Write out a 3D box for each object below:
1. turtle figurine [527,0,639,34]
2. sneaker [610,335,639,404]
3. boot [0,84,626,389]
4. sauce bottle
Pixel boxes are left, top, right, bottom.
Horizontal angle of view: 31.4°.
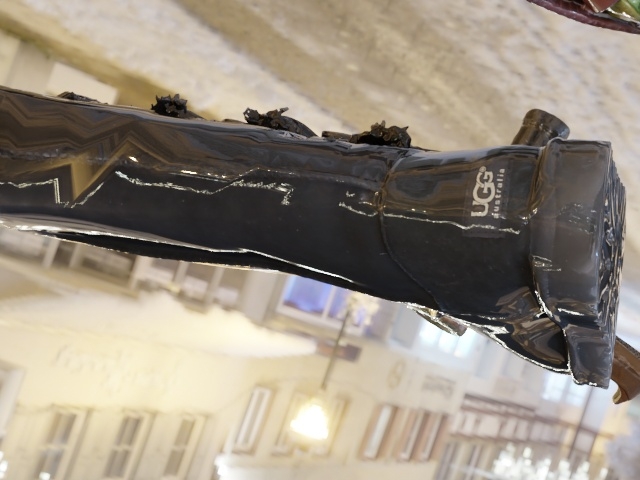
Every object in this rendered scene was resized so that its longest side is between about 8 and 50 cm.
[{"bbox_3d":[0.315,-0.233,0.903,0.266,0.275,0.198,55,169,-7],"label":"turtle figurine"},{"bbox_3d":[0.332,0.133,1.433,0.188,0.071,0.066,40,-165,1],"label":"sneaker"},{"bbox_3d":[-0.001,-0.001,0.876,0.445,0.146,0.367,4,162,18],"label":"boot"},{"bbox_3d":[0.245,-0.031,1.645,0.111,0.344,0.111,30,171,5],"label":"sauce bottle"}]
